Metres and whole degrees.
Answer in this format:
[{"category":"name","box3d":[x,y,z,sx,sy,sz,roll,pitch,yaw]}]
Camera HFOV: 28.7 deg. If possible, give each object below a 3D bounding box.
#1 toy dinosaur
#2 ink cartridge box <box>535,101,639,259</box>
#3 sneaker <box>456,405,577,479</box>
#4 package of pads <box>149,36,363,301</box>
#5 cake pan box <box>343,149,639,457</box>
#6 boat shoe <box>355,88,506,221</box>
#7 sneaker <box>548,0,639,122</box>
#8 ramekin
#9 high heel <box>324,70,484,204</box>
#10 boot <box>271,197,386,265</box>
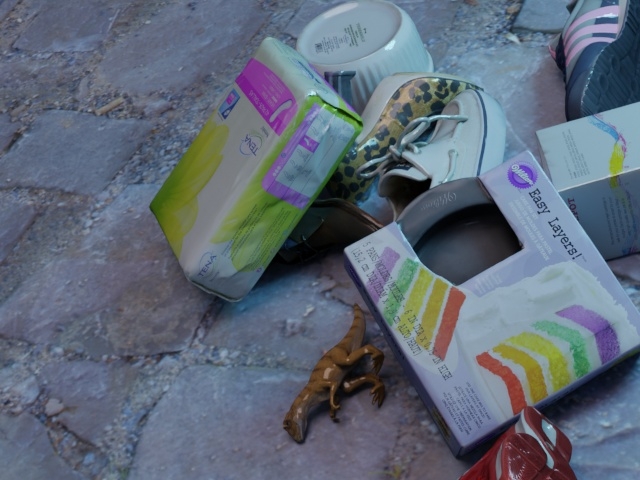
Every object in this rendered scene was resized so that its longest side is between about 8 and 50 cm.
[{"category":"toy dinosaur","box3d":[0.028,0.138,1.447,0.112,0.064,0.211,10,49,35]},{"category":"ink cartridge box","box3d":[0.356,-0.070,1.476,0.176,0.128,0.127,-15,40,8]},{"category":"sneaker","box3d":[0.175,0.245,1.193,0.087,0.221,0.128,42,106,10]},{"category":"package of pads","box3d":[-0.088,-0.092,1.618,0.297,0.101,0.229,-55,31,12]},{"category":"cake pan box","box3d":[0.187,0.061,1.365,0.245,0.070,0.267,-27,71,-9]},{"category":"boat shoe","box3d":[0.124,-0.073,1.546,0.156,0.136,0.367,25,51,-12]},{"category":"sneaker","box3d":[0.364,-0.237,1.696,0.131,0.112,0.319,-12,35,39]},{"category":"ramekin","box3d":[0.058,-0.264,1.842,0.207,0.109,0.207,-13,41,11]},{"category":"high heel","box3d":[0.114,-0.139,1.728,0.261,0.186,0.093,-3,7,-28]},{"category":"boot","box3d":[0.000,0.000,1.619,0.219,0.082,0.106,22,74,41]}]
